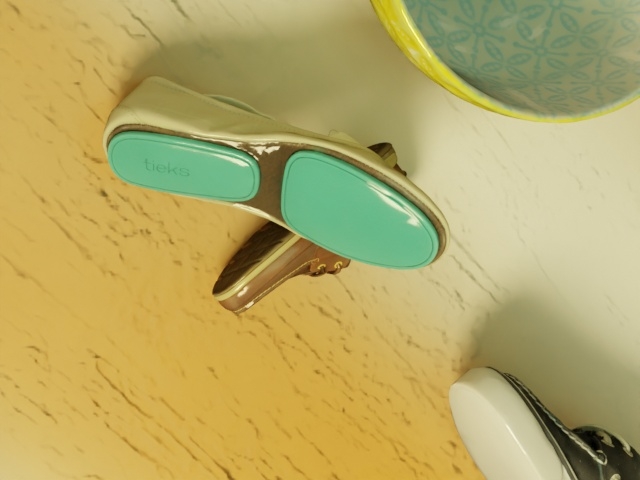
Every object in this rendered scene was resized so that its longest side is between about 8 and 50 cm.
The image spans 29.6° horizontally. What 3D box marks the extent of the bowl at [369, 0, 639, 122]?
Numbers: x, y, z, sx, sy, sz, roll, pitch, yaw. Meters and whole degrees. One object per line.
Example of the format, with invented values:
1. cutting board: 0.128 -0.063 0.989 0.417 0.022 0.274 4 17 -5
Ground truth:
1. bowl: 0.132 -0.229 0.884 0.289 0.156 0.289 -2 95 -24

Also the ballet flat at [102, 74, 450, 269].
1. ballet flat: -0.025 -0.054 0.832 0.248 0.086 0.086 19 86 3

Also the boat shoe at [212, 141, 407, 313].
1. boat shoe: 0.000 0.000 0.894 0.178 0.064 0.060 -40 106 -19

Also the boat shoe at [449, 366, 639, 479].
1. boat shoe: 0.213 0.197 0.983 0.102 0.108 0.301 -43 112 -15
